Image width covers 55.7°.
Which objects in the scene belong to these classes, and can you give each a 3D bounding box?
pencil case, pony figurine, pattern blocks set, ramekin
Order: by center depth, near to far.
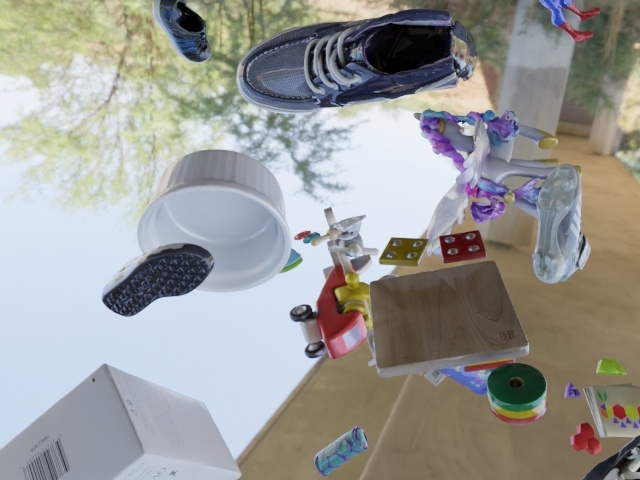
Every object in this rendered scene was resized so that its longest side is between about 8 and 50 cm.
[{"bbox_3d":[-0.192,-0.039,1.144,0.277,0.277,0.135,4,-135,-5],"label":"ramekin"},{"bbox_3d":[0.366,-0.149,1.317,0.364,0.302,0.351,16,-133,-2],"label":"pony figurine"},{"bbox_3d":[0.327,0.265,1.479,0.306,0.133,0.119,36,177,-31],"label":"pencil case"},{"bbox_3d":[0.056,0.549,1.575,0.070,0.152,0.064,35,-156,-37],"label":"pencil case"},{"bbox_3d":[0.802,0.457,1.621,0.325,0.026,0.285,13,-123,-9],"label":"pattern blocks set"}]

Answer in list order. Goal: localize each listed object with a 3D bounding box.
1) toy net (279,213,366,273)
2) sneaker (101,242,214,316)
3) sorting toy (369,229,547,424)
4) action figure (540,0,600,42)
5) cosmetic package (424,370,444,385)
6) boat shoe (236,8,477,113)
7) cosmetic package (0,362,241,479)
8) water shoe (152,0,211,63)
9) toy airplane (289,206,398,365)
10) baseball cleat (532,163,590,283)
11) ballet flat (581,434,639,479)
[{"bbox_3d":[0.000,0.000,1.339,0.232,0.045,0.122,-22,-166,11],"label":"toy net"},{"bbox_3d":[-0.252,0.038,0.932,0.235,0.084,0.097,-22,-146,31],"label":"sneaker"},{"bbox_3d":[0.119,0.079,0.595,0.132,0.046,0.274,-11,-149,7],"label":"sorting toy"},{"bbox_3d":[0.457,-0.504,1.161,0.280,0.091,0.139,26,166,-23],"label":"action figure"},{"bbox_3d":[0.320,0.364,1.659,0.041,0.060,0.115,41,180,19],"label":"cosmetic package"},{"bbox_3d":[0.027,-0.241,0.795,0.341,0.127,0.158,-5,-173,16],"label":"boat shoe"},{"bbox_3d":[-0.263,0.302,0.769,0.138,0.224,0.224,51,-179,33],"label":"cosmetic package"},{"bbox_3d":[-0.278,-0.440,1.294,0.080,0.072,0.203,16,171,24],"label":"water shoe"},{"bbox_3d":[0.102,0.138,1.624,0.273,0.384,0.386,-11,160,21],"label":"toy airplane"},{"bbox_3d":[0.418,-0.029,1.037,0.110,0.205,0.072,-2,-162,-33],"label":"baseball cleat"},{"bbox_3d":[0.538,0.418,1.078,0.203,0.074,0.074,-32,-148,-15],"label":"ballet flat"}]
